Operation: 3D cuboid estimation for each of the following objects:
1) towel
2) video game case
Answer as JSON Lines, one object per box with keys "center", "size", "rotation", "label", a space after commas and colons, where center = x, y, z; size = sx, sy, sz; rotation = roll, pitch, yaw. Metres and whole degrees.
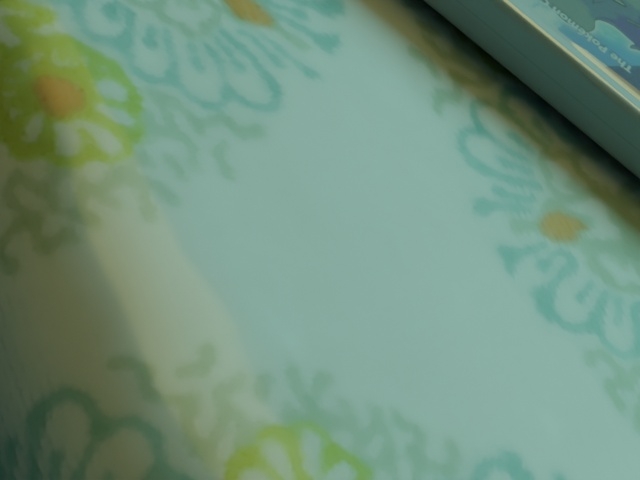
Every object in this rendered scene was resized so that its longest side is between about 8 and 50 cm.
{"center": [0.042, -0.004, 0.570], "size": [0.374, 0.090, 0.320], "rotation": [-5, 57, -39], "label": "towel"}
{"center": [0.134, -0.077, 0.617], "size": [0.201, 0.023, 0.183], "rotation": [40, 41, 0], "label": "video game case"}
